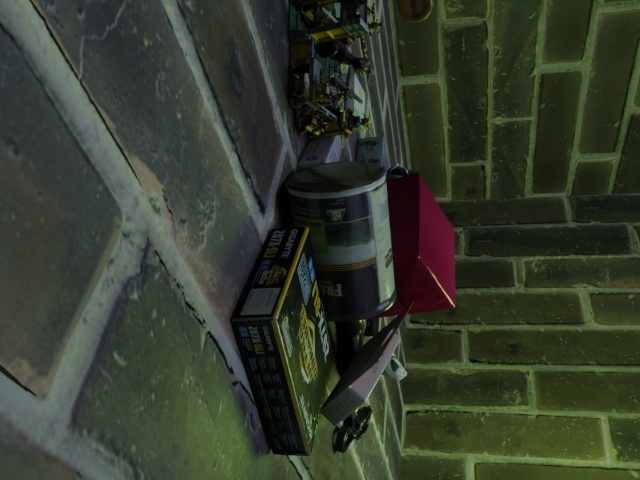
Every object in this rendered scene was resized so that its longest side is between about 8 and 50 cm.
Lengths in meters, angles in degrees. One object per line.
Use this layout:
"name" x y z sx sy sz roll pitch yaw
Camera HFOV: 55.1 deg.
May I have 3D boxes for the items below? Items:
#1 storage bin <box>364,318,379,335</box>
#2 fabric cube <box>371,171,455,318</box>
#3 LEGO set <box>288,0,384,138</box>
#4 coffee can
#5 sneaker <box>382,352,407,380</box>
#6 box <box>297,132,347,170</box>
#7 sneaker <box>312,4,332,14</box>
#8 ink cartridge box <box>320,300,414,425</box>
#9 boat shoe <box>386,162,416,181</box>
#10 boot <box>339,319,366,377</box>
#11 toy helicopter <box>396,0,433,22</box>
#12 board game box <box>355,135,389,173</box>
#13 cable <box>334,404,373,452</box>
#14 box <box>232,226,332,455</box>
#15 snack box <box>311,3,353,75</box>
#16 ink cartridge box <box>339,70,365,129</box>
"storage bin" 0.126 0.195 1.834 0.122 0.085 0.180 40 51 -72
"fabric cube" 0.182 0.024 1.572 0.258 0.259 0.253 46 41 -46
"LEGO set" 0.063 -0.384 1.304 0.255 0.192 0.330 31 60 -59
"coffee can" 0.045 -0.003 1.252 0.201 0.202 0.275 -63 149 -64
"sneaker" 0.146 0.364 1.738 0.094 0.153 0.235 54 1 -18
"box" 0.015 -0.223 1.446 0.324 0.067 0.063 -70 154 -55
"sneaker" -0.025 -0.552 1.339 0.192 0.064 0.086 69 31 -54
"ink cartridge box" 0.133 0.292 1.483 0.239 0.060 0.275 -47 178 35
"boat shoe" 0.268 -0.200 2.009 0.319 0.117 0.098 -46 136 -64
"boot" 0.079 0.282 1.658 0.197 0.077 0.137 73 25 -46
"toy helicopter" 0.132 -0.641 1.368 0.355 0.235 0.140 40 34 -18
"board game box" 0.176 -0.162 2.064 0.224 0.098 0.303 68 22 -53
"cable" 0.079 0.525 1.721 0.287 0.072 0.139 -25 130 -63
"box" -0.053 0.175 1.091 0.257 0.080 0.321 -75 159 -55
"snack box" 0.030 -0.528 1.533 0.174 0.070 0.206 -59 144 -64
"ink cartridge box" 0.094 -0.468 1.844 0.171 0.056 0.234 28 63 -74
